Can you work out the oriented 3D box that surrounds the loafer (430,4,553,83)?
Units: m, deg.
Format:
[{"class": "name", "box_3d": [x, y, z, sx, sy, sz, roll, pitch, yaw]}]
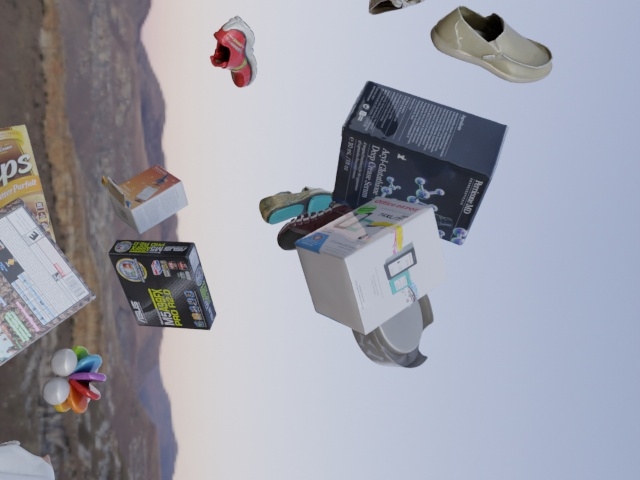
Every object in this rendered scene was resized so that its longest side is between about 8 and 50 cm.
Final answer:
[{"class": "loafer", "box_3d": [0.356, -0.394, 1.374, 0.092, 0.268, 0.102, 121, -24, -55]}]

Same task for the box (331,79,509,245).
[{"class": "box", "box_3d": [0.257, -0.205, 1.849, 0.293, 0.395, 0.212, 97, 15, -54]}]

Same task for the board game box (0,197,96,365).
[{"class": "board game box", "box_3d": [-0.612, 0.104, 1.262, 0.232, 0.291, 0.141, 55, -26, -7]}]

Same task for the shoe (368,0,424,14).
[{"class": "shoe", "box_3d": [0.194, -0.608, 1.738, 0.219, 0.076, 0.058, 21, -93, 57]}]

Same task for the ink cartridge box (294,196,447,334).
[{"class": "ink cartridge box", "box_3d": [0.122, 0.048, 1.594, 0.198, 0.270, 0.197, 17, -51, 52]}]

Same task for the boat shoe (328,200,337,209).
[{"class": "boat shoe", "box_3d": [0.153, -0.156, 2.375, 0.114, 0.302, 0.091, 25, -37, 40]}]

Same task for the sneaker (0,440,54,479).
[{"class": "sneaker", "box_3d": [-0.713, 0.484, 1.455, 0.106, 0.290, 0.123, -49, -141, 19]}]

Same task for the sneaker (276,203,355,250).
[{"class": "sneaker", "box_3d": [0.000, 0.000, 1.959, 0.106, 0.281, 0.162, 44, 29, -45]}]

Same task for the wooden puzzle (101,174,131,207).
[{"class": "wooden puzzle", "box_3d": [-0.514, -0.123, 1.732, 0.116, 0.014, 0.078, 47, -26, 8]}]

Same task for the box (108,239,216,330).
[{"class": "box", "box_3d": [-0.407, 0.119, 1.792, 0.060, 0.216, 0.270, -75, 162, -48]}]

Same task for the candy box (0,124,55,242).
[{"class": "candy box", "box_3d": [-0.767, -0.109, 1.650, 0.316, 0.183, 0.087, 71, -24, 12]}]

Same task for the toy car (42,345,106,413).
[{"class": "toy car", "box_3d": [-0.656, 0.382, 1.875, 0.159, 0.136, 0.182, 51, 47, -67]}]

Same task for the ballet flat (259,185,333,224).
[{"class": "ballet flat", "box_3d": [-0.074, -0.147, 2.576, 0.123, 0.348, 0.123, 32, -51, 51]}]

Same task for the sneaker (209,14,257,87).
[{"class": "sneaker", "box_3d": [-0.254, -0.515, 1.917, 0.107, 0.118, 0.279, 50, -15, 16]}]

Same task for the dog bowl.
[{"class": "dog bowl", "box_3d": [0.220, 0.236, 2.157, 0.102, 0.348, 0.349, -19, -110, 38]}]

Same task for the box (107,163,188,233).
[{"class": "box", "box_3d": [-0.486, -0.119, 1.937, 0.130, 0.170, 0.091, 31, -35, 35]}]
